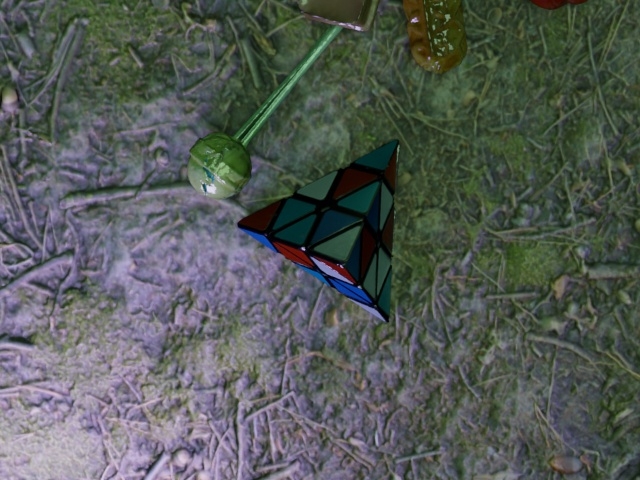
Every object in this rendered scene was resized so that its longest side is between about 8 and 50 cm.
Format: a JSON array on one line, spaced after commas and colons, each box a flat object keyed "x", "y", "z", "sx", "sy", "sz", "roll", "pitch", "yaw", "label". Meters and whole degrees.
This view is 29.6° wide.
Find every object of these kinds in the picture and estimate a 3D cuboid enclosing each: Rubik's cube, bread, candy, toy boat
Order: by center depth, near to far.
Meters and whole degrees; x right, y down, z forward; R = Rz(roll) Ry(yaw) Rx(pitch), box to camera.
[{"x": 0.036, "y": -0.396, "z": 1.705, "sx": 0.116, "sy": 0.061, "sz": 0.188, "roll": 17, "pitch": 104, "yaw": 15, "label": "toy boat"}, {"x": 0.147, "y": -0.417, "z": 1.709, "sx": 0.084, "sy": 0.077, "sz": 0.367, "roll": -9, "pitch": 104, "yaw": 1, "label": "bread"}, {"x": 0.000, "y": 0.000, "z": 1.725, "sx": 0.250, "sy": 0.234, "sz": 0.284, "roll": 7, "pitch": 104, "yaw": -2, "label": "Rubik's cube"}, {"x": -0.071, "y": -0.199, "z": 1.767, "sx": 0.335, "sy": 0.092, "sz": 0.093, "roll": -48, "pitch": 63, "yaw": 2, "label": "candy"}]

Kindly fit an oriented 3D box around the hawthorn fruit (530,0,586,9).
[{"x": 0.338, "y": -0.385, "z": 1.702, "sx": 0.128, "sy": 0.128, "sz": 0.128, "roll": 0, "pitch": 103, "yaw": -1, "label": "hawthorn fruit"}]
